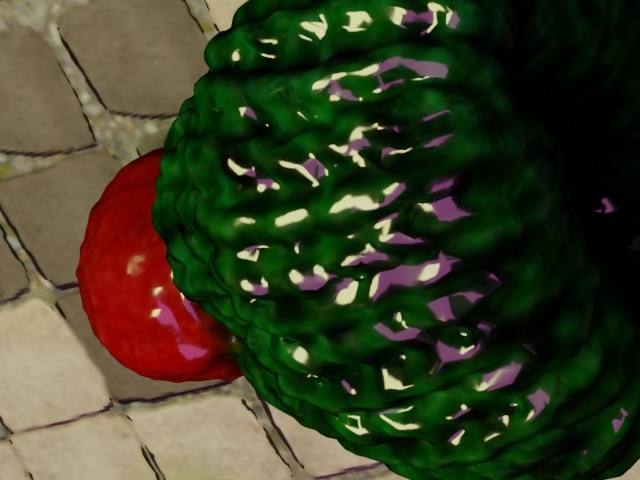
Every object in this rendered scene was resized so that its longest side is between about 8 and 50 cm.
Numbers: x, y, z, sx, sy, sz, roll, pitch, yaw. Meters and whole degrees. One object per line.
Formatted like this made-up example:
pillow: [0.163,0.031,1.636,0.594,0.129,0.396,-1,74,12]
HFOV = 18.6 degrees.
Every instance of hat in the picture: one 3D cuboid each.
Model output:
hat: [0.000,0.000,0.917,0.332,0.242,0.274,-10,109,37]
